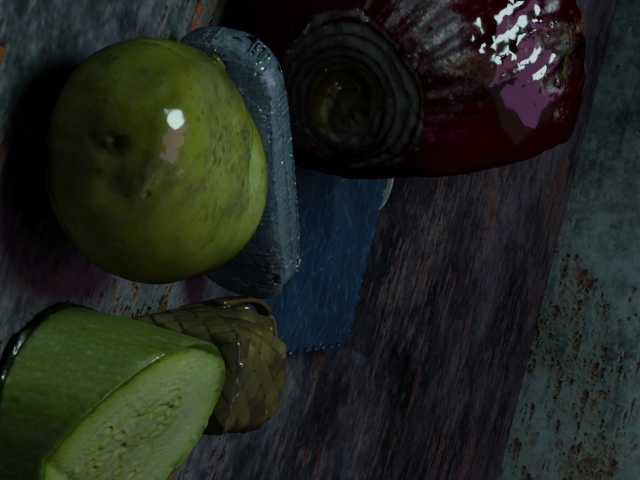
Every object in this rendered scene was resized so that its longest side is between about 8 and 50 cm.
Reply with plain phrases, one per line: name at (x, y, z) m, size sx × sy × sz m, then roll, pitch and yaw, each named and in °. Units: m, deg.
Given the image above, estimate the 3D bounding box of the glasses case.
glasses case at (-0.079, -0.066, 1.582) m, size 0.067 × 0.109 × 0.282 m, roll -52°, pitch 147°, yaw -47°

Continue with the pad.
pad at (0.000, 0.000, 1.908) m, size 0.269 × 0.012 × 0.269 m, roll -6°, pitch 110°, yaw -63°

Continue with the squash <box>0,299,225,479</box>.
squash at (-0.181, 0.167, 1.421) m, size 0.220 × 0.133 × 0.220 m, roll -53°, pitch 154°, yaw -42°

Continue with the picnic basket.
picnic basket at (-0.093, 0.114, 1.598) m, size 0.178 × 0.138 × 0.128 m, roll -15°, pitch 114°, yaw -62°

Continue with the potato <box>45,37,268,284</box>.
potato at (-0.132, -0.063, 1.380) m, size 0.228 × 0.149 × 0.197 m, roll -15°, pitch 128°, yaw -67°

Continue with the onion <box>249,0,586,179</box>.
onion at (0.077, -0.202, 1.635) m, size 0.282 × 0.337 × 0.260 m, roll -29°, pitch 119°, yaw -44°

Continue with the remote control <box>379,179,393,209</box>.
remote control at (0.056, -0.145, 2.002) m, size 0.087 × 0.047 × 0.244 m, roll -57°, pitch 151°, yaw -53°
